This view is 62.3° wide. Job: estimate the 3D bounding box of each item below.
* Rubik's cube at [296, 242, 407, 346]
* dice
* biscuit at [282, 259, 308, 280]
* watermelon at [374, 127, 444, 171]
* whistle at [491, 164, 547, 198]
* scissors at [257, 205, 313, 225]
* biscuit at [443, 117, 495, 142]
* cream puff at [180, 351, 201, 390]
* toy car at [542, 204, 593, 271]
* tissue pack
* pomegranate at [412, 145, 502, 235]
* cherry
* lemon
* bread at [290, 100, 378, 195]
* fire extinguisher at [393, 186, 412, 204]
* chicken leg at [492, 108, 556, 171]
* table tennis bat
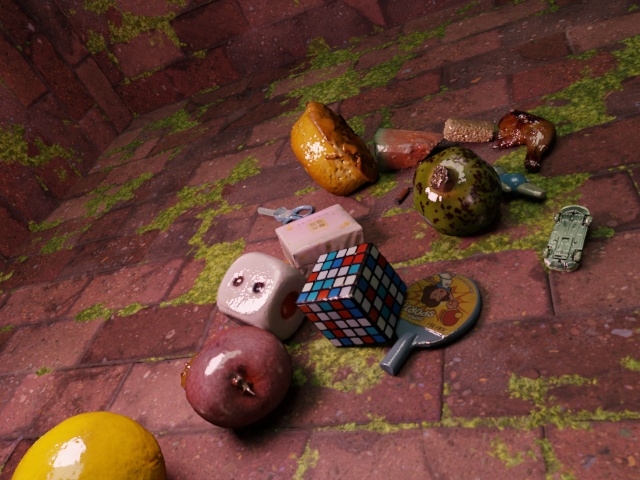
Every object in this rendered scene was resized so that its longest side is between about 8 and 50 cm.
[{"bbox_3d":[0.083,0.140,1.340,0.187,0.184,0.182,-17,34,41],"label":"Rubik's cube"},{"bbox_3d":[-0.154,0.156,1.468,0.192,0.193,0.194,17,71,32],"label":"dice"},{"bbox_3d":[-0.161,0.136,1.663,0.334,0.047,0.202,4,46,37],"label":"biscuit"},{"bbox_3d":[0.317,-0.326,1.871,0.257,0.139,0.193,-3,36,17],"label":"watermelon"},{"bbox_3d":[0.548,-0.171,1.543,0.114,0.077,0.236,-18,30,-30],"label":"whistle"},{"bbox_3d":[-0.143,-0.097,1.960,0.256,0.030,0.125,13,50,41],"label":"scissors"},{"bbox_3d":[0.504,-0.374,1.799,0.168,0.070,0.082,5,46,1],"label":"biscuit"},{"bbox_3d":[-0.330,0.362,1.450,0.122,0.094,0.116,-33,37,-14],"label":"cream puff"},{"bbox_3d":[0.612,-0.004,1.300,0.093,0.058,0.186,7,60,39],"label":"toy car"},{"bbox_3d":[0.000,0.000,1.630,0.225,0.124,0.185,-22,35,-11],"label":"tissue pack"},{"bbox_3d":[0.371,-0.141,1.468,0.254,0.270,0.254,-12,69,32],"label":"pomegranate"},{"bbox_3d":[-0.204,0.327,1.307,0.261,0.221,0.307,-30,22,-13],"label":"cherry"},{"bbox_3d":[-0.494,0.539,1.143,0.348,0.348,0.348,-18,36,14],"label":"lemon"},{"bbox_3d":[0.045,-0.316,1.887,0.204,0.337,0.358,-45,28,19],"label":"bread"},{"bbox_3d":[0.275,-0.150,1.751,0.028,0.022,0.083,37,63,12],"label":"fire extinguisher"},{"bbox_3d":[0.649,-0.329,1.682,0.177,0.083,0.322,-35,33,5],"label":"chicken leg"},{"bbox_3d":[0.260,0.197,1.305,0.215,0.044,0.329,19,54,46],"label":"table tennis bat"}]
